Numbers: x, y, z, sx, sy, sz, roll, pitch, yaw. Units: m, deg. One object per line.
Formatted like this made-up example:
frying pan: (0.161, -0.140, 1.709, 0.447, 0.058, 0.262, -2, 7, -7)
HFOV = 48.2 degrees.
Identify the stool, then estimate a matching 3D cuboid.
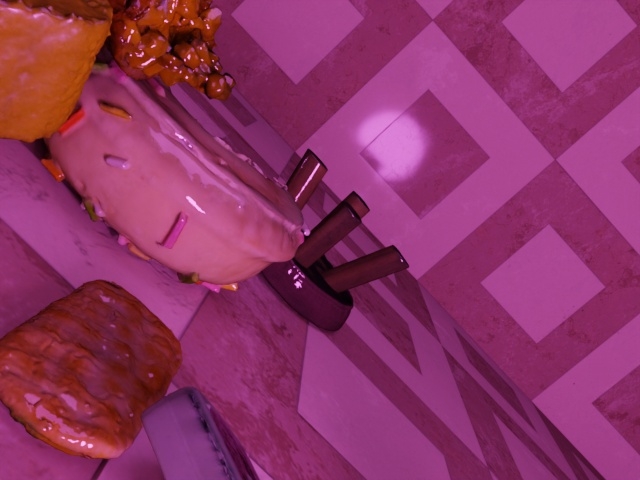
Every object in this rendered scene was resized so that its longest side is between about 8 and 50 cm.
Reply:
stool: (0.000, 0.000, 1.219, 0.272, 0.178, 0.272, 47, 11, -12)

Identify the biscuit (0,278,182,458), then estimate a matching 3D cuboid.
biscuit: (-0.172, 0.091, 0.568, 0.118, 0.029, 0.247, 46, 10, -7)

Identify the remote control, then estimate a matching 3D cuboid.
remote control: (-0.016, 0.250, 0.439, 0.344, 0.050, 0.145, 54, -11, 36)

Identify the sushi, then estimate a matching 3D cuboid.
sushi: (-0.165, -0.255, 0.776, 0.179, 0.166, 0.296, 15, 11, -6)

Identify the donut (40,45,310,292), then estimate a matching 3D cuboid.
donut: (-0.183, -0.086, 0.860, 0.371, 0.150, 0.307, 44, 9, -11)

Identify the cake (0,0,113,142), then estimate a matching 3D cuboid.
cake: (-0.318, -0.191, 0.581, 0.261, 0.156, 0.179, 9, 36, -41)
